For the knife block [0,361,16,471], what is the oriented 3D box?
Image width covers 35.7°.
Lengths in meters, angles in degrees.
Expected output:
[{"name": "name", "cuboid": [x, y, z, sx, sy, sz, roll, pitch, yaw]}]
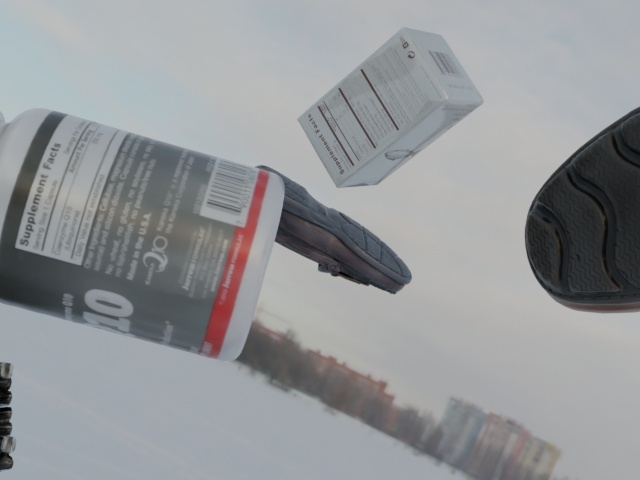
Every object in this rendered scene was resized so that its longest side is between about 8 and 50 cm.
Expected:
[{"name": "knife block", "cuboid": [-0.387, 0.163, 0.814, 0.275, 0.088, 0.242, -4, -25, -12]}]

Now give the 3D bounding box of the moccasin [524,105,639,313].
[{"name": "moccasin", "cuboid": [0.303, -0.058, 0.609, 0.147, 0.380, 0.139, 13, 49, -55]}]

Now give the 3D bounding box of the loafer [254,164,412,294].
[{"name": "loafer", "cuboid": [0.000, 0.000, 1.544, 0.302, 0.095, 0.109, 34, 20, -12]}]

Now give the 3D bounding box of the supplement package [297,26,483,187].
[{"name": "supplement package", "cuboid": [0.082, -0.155, 1.188, 0.105, 0.179, 0.105, -10, 67, -57]}]

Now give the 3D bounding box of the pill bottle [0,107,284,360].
[{"name": "pill bottle", "cuboid": [-0.183, -0.013, 0.806, 0.283, 0.161, 0.161, 15, -7, -5]}]
